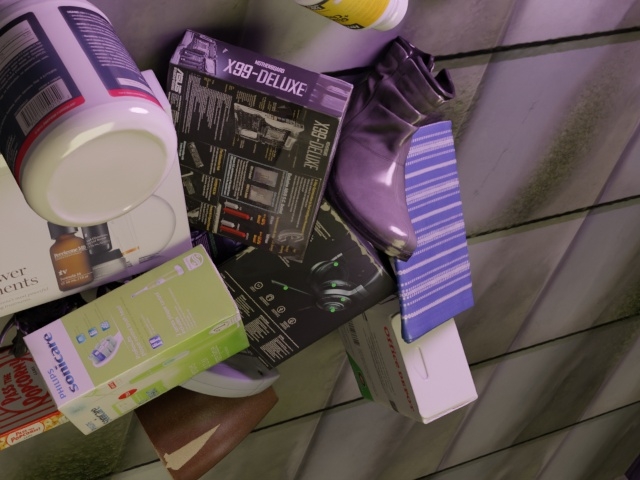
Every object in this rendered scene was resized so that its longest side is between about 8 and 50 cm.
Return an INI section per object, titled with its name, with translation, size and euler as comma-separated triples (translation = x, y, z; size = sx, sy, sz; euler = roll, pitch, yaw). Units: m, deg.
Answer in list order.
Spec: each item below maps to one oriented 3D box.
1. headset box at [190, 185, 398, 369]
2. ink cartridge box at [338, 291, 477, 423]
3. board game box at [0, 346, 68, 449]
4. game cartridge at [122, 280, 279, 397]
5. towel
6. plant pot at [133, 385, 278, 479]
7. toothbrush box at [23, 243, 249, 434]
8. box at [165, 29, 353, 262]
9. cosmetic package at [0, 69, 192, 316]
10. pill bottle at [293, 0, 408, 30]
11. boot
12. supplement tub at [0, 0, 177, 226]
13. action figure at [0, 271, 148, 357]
[headset box]
translation = -0.043, 0.032, 2.157
size = 0.283, 0.131, 0.246
euler = -33, 129, 12
[ink cartridge box]
translation = 0.148, 0.196, 2.451
size = 0.121, 0.211, 0.289
euler = -22, -168, -18
[board game box]
translation = -0.451, 0.231, 2.138
size = 0.193, 0.147, 0.045
euler = -23, 148, -19
[game cartridge]
translation = -0.197, 0.169, 2.241
size = 0.060, 0.196, 0.294
euler = -46, 146, 18
[towel]
translation = 0.171, -0.018, 2.211
size = 0.040, 0.336, 0.243
euler = -3, -169, 32
[plant pot]
translation = -0.199, 0.294, 2.391
size = 0.230, 0.215, 0.215
euler = -30, 149, -7
[toothbrush box]
translation = -0.258, 0.147, 1.939
size = 0.283, 0.122, 0.206
euler = -27, 163, -8
[box]
translation = -0.104, -0.125, 1.894
size = 0.242, 0.076, 0.307
euler = 18, 138, 3
[cosmetic package]
translation = -0.374, -0.047, 1.804
size = 0.377, 0.097, 0.284
euler = -18, 135, -13
[pill bottle]
translation = 0.039, -0.346, 1.833
size = 0.103, 0.103, 0.184
euler = -47, 146, 21
[boot]
translation = 0.111, -0.148, 1.970
size = 0.223, 0.338, 0.118
euler = -43, 136, 21
[supplement tub]
translation = -0.305, -0.168, 1.595
size = 0.191, 0.272, 0.191
euler = -24, 148, -16
[action figure]
translation = -0.385, 0.094, 2.021
size = 0.164, 0.141, 0.275
euler = -48, 156, 27
